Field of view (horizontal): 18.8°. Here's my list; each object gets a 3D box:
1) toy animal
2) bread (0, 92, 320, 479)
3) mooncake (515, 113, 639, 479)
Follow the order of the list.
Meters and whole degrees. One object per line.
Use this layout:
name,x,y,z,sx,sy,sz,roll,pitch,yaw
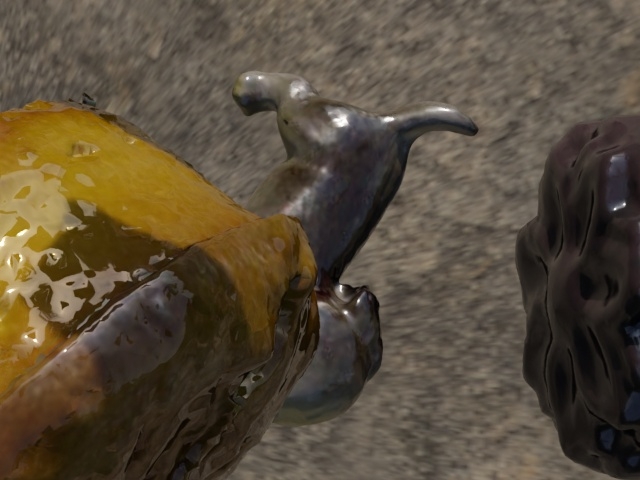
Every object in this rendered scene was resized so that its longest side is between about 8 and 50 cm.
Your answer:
toy animal,-0.015,0.005,1.233,0.169,0.121,0.233,16,74,34
bread,-0.121,0.036,0.911,0.194,0.340,0.179,38,121,17
mooncake,0.241,0.041,1.480,0.141,0.283,0.283,-3,86,-18
